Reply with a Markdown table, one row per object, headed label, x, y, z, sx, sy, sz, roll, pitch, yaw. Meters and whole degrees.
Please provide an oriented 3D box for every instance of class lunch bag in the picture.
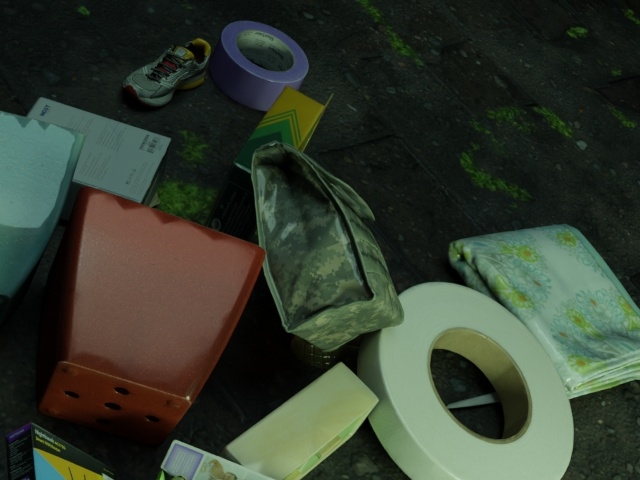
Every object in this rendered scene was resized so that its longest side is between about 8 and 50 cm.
| label | x | y | z | sx | sy | sz | roll | pitch | yaw |
| --- | --- | --- | --- | --- | --- | --- | --- | --- | --- |
| lunch bag | 0.000 | 0.000 | 1.630 | 0.235 | 0.169 | 0.287 | 45 | 24 | -71 |

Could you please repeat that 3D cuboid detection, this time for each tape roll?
| label | x | y | z | sx | sy | sz | roll | pitch | yaw |
| --- | --- | --- | --- | --- | --- | --- | --- | --- | --- |
| tape roll | 0.238 | 0.248 | 1.761 | 0.392 | 0.072 | 0.392 | 21 | 46 | -23 |
| tape roll | -0.125 | -0.353 | 2.200 | 0.189 | 0.080 | 0.189 | 17 | 42 | -16 |

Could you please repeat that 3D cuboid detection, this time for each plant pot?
| label | x | y | z | sx | sy | sz | roll | pitch | yaw |
| --- | --- | --- | --- | --- | --- | --- | --- | --- | --- |
| plant pot | -0.257 | 0.126 | 1.502 | 0.267 | 0.267 | 0.236 | 19 | 54 | -13 |
| plant pot | -0.492 | -0.018 | 1.518 | 0.247 | 0.247 | 0.252 | 14 | 60 | -19 |

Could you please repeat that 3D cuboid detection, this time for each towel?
| label | x | y | z | sx | sy | sz | roll | pitch | yaw |
| --- | --- | --- | --- | --- | --- | --- | --- | --- | --- |
| towel | 0.453 | 0.121 | 2.041 | 0.320 | 0.090 | 0.374 | -5 | 49 | -40 |

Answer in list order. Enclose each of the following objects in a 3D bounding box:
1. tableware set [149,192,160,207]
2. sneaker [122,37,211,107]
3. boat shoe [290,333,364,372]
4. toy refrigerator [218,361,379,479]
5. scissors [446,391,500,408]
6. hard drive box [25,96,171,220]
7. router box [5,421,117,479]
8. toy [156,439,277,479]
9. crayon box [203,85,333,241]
| label | x | y | z | sx | sy | sz | roll | pitch | yaw |
| --- | --- | --- | --- | --- | --- | --- | --- | --- | --- |
| tableware set | -0.307 | -0.035 | 1.808 | 0.141 | 0.020 | 0.169 | -18 | 59 | -42 |
| sneaker | -0.290 | -0.325 | 2.060 | 0.088 | 0.093 | 0.225 | 38 | 41 | 9 |
| boat shoe | 0.027 | 0.170 | 1.770 | 0.178 | 0.064 | 0.060 | 14 | 37 | -28 |
| toy refrigerator | -0.036 | 0.291 | 1.572 | 0.094 | 0.102 | 0.269 | 44 | 41 | 15 |
| scissors | 0.338 | 0.271 | 1.883 | 0.297 | 0.021 | 0.109 | -20 | 62 | -44 |
| hard drive box | -0.382 | -0.120 | 1.771 | 0.232 | 0.089 | 0.181 | 19 | 41 | -2 |
| router box | -0.311 | 0.319 | 1.342 | 0.179 | 0.046 | 0.133 | 49 | 18 | -49 |
| toy | -0.111 | 0.367 | 1.416 | 0.237 | 0.137 | 0.056 | 25 | 15 | -5 |
| crayon box | -0.096 | -0.127 | 1.888 | 0.083 | 0.203 | 0.323 | 29 | 39 | -1 |
